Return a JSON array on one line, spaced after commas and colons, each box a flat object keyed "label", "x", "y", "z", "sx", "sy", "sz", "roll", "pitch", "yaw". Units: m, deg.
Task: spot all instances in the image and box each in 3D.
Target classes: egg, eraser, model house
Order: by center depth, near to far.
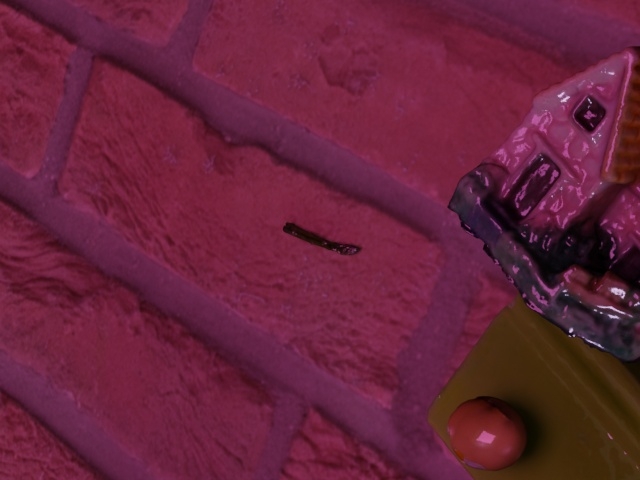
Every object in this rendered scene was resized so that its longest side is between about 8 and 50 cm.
[{"label": "model house", "x": 0.291, "y": -0.050, "z": 1.620, "sx": 0.237, "sy": 0.202, "sz": 0.237, "roll": -54, "pitch": 56, "yaw": 25}, {"label": "egg", "x": 0.162, "y": 0.186, "z": 1.686, "sx": 0.083, "sy": 0.071, "sz": 0.071, "roll": 23, "pitch": 103, "yaw": 64}, {"label": "eraser", "x": 0.251, "y": 0.195, "z": 1.714, "sx": 0.274, "sy": 0.092, "sz": 0.210, "roll": 50, "pitch": 118, "yaw": 34}]

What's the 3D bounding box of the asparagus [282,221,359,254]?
[{"label": "asparagus", "x": 0.000, "y": 0.000, "z": 1.994, "sx": 0.114, "sy": 0.014, "sz": 0.015, "roll": 21, "pitch": 117, "yaw": 39}]
